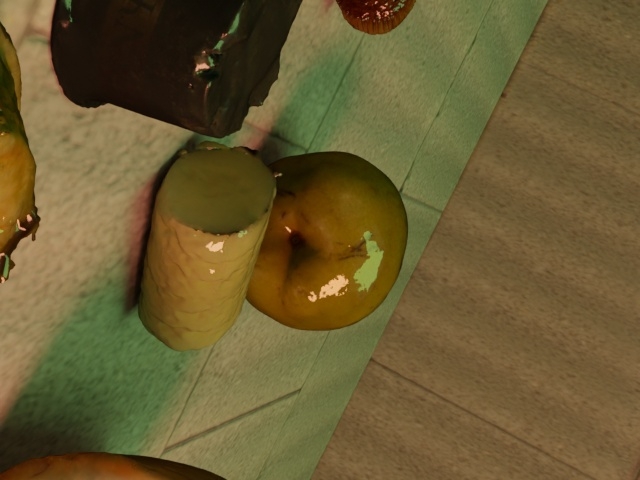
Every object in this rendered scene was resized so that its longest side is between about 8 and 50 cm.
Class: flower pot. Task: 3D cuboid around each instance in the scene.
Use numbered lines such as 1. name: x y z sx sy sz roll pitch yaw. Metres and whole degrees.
1. flower pot: -0.083 -0.139 0.684 0.157 0.107 0.157 -58 165 -26

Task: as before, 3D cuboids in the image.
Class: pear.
1. pear: 0.000 0.000 1.104 0.200 0.200 0.200 -58 166 -23

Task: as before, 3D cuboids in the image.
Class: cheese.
1. cheese: -0.102 0.007 0.937 0.167 0.094 0.123 110 4 -47

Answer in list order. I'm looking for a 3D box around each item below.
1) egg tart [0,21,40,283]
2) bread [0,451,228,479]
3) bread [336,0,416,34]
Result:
1. egg tart: -0.204 -0.020 0.499 0.212 0.090 0.212 -53 164 -23
2. bread: -0.201 0.344 0.899 0.361 0.250 0.394 -59 171 -7
3. bread: 0.054 -0.251 1.060 0.085 0.085 0.053 -60 162 -13
